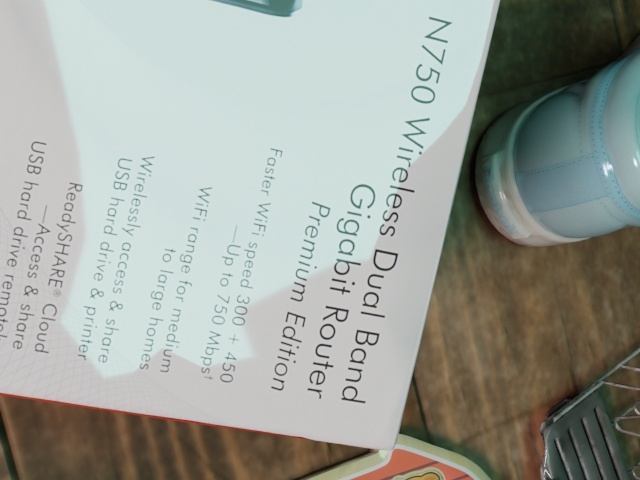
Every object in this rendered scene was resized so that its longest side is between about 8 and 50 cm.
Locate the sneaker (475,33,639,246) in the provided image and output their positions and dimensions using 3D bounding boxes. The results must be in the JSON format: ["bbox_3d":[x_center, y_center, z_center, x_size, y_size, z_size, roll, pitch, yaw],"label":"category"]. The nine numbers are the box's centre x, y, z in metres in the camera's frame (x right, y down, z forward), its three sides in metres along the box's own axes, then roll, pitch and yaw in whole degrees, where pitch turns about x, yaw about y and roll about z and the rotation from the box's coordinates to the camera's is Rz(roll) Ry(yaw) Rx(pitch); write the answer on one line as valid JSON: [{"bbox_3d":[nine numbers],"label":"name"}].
[{"bbox_3d":[0.277,-0.097,0.763,0.366,0.150,0.135,-34,105,-30],"label":"sneaker"}]

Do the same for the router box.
[{"bbox_3d":[-0.087,-0.120,0.381,0.301,0.082,0.335,11,94,-17],"label":"router box"}]

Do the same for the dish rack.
[{"bbox_3d":[0.272,0.152,0.785,0.271,0.074,0.208,-28,100,-32],"label":"dish rack"}]

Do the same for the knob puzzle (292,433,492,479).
[{"bbox_3d":[0.061,0.208,0.668,0.213,0.030,0.213,3,84,-33],"label":"knob puzzle"}]
